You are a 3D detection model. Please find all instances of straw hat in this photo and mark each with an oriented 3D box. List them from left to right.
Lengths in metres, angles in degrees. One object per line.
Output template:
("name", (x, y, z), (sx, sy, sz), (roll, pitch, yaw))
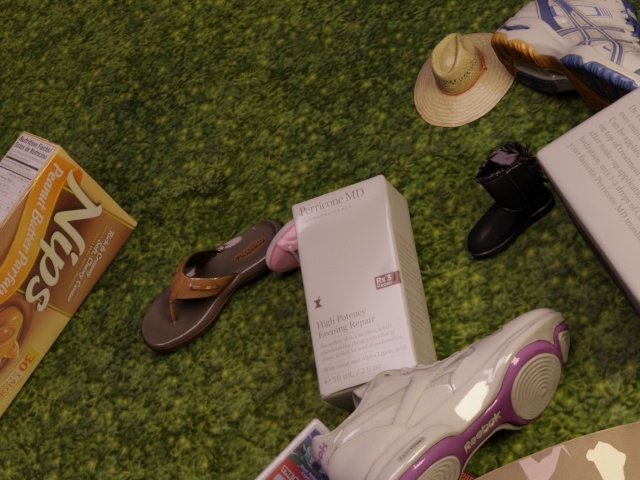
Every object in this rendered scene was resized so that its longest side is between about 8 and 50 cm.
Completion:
("straw hat", (0.164, -0.213, 1.659), (0.144, 0.061, 0.144), (-16, 51, 21))

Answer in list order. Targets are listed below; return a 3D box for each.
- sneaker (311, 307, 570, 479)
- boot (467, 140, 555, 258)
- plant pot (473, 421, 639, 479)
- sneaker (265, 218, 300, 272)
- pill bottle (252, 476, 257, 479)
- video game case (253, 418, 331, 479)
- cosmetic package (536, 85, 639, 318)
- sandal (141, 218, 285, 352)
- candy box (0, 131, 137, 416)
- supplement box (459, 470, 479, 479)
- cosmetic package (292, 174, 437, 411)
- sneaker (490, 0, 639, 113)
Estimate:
("sneaker", (0.121, 0.146, 1.344), (0.305, 0.114, 0.152), (-34, 41, -30))
("boot", (0.195, -0.045, 1.494), (0.121, 0.099, 0.045), (-37, 46, 3))
("plant pot", (0.248, 0.321, 1.129), (0.256, 0.256, 0.274), (-25, 65, 14))
("sneaker", (0.000, 0.000, 1.612), (0.134, 0.051, 0.070), (-38, 42, -4))
("pill bottle", (-0.059, 0.300, 1.410), (0.160, 0.087, 0.087), (-49, 48, -8))
("video game case", (0.003, 0.309, 1.345), (0.201, 0.023, 0.183), (44, 85, 12))
("cosmetic package", (0.469, -0.096, 1.324), (0.453, 0.161, 0.230), (-32, 46, 7))
("sandal", (-0.133, 0.045, 1.654), (0.219, 0.060, 0.090), (-37, 47, 2))
("candy box", (-0.389, 0.045, 1.723), (0.087, 0.183, 0.316), (21, 71, 38))
("supplement box", (0.127, 0.247, 1.359), (0.083, 0.055, 0.043), (23, 72, 41))
("cosmetic package", (0.048, 0.057, 1.492), (0.117, 0.085, 0.231), (-19, 64, 18))
("sneaker", (0.322, -0.215, 1.527), (0.131, 0.112, 0.296), (-46, 45, -8))
